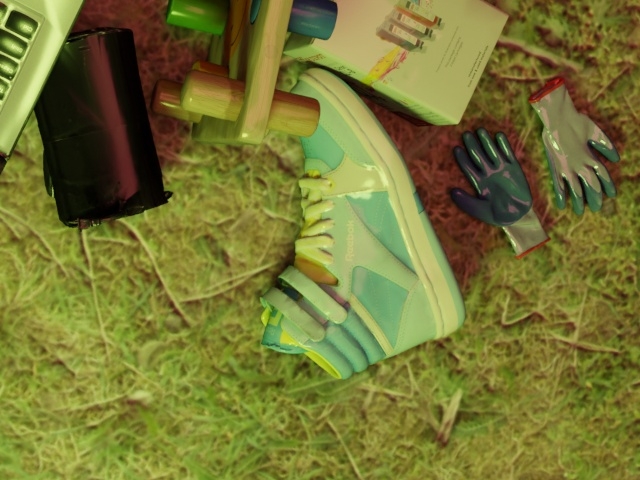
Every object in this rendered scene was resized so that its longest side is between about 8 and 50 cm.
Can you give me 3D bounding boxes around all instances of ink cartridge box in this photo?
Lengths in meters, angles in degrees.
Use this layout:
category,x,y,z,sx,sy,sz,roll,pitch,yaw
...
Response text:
category,x,y,z,sx,sy,sz,roll,pitch,yaw
ink cartridge box,0.073,-0.212,1.336,0.176,0.128,0.127,27,87,-15

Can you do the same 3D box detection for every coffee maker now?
category,x,y,z,sx,sy,sz,roll,pitch,yaw
coffee maker,-0.210,-0.110,1.241,0.120,0.171,0.178,-15,98,-15

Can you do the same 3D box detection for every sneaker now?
category,x,y,z,sx,sy,sz,roll,pitch,yaw
sneaker,0.000,0.000,1.334,0.208,0.127,0.319,-30,101,-13

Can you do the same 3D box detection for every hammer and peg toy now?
category,x,y,z,sx,sy,sz,roll,pitch,yaw
hammer and peg toy,-0.056,-0.268,1.224,0.127,0.266,0.361,12,92,-16

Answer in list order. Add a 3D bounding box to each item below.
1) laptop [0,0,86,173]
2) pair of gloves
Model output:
category,x,y,z,sx,sy,sz,roll,pitch,yaw
laptop,-0.433,-0.147,1.058,0.382,0.236,0.408,26,118,-13
pair of gloves,0.238,-0.077,1.448,0.198,0.023,0.159,-32,100,-12
